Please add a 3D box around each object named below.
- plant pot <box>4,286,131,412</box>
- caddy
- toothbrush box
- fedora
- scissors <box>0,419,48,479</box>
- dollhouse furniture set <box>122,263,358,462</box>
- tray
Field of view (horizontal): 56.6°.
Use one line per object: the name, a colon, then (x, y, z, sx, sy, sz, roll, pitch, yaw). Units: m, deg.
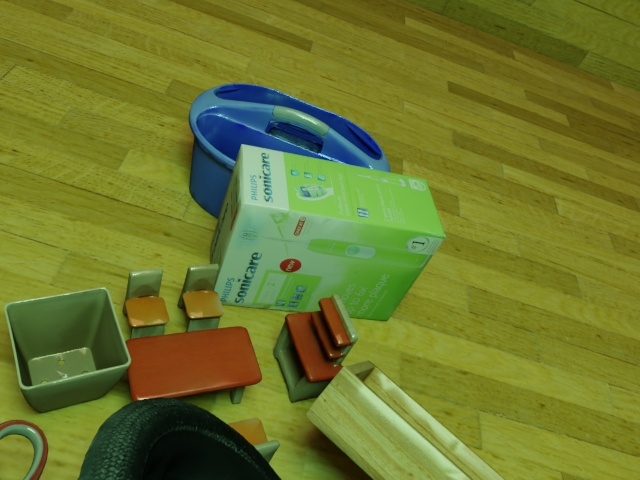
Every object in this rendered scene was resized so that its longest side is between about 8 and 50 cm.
plant pot: (-0.285, 0.132, 0.668, 0.109, 0.096, 0.109, -9, 51, -32)
caddy: (-0.055, -0.139, 0.987, 0.341, 0.179, 0.241, 21, 43, -6)
toothbrush box: (0.000, 0.000, 0.855, 0.283, 0.206, 0.122, 10, 45, -18)
fedora: (-0.111, 0.302, 0.486, 0.334, 0.152, 0.334, 53, 9, -13)
scissors: (-0.258, 0.274, 0.467, 0.109, 0.021, 0.297, 8, 48, -43)
dollhouse furniture set: (-0.100, 0.140, 0.719, 0.259, 0.135, 0.262, -4, 50, -28)
tray: (0.175, 0.299, 0.657, 0.411, 0.076, 0.203, 39, 1, 15)
